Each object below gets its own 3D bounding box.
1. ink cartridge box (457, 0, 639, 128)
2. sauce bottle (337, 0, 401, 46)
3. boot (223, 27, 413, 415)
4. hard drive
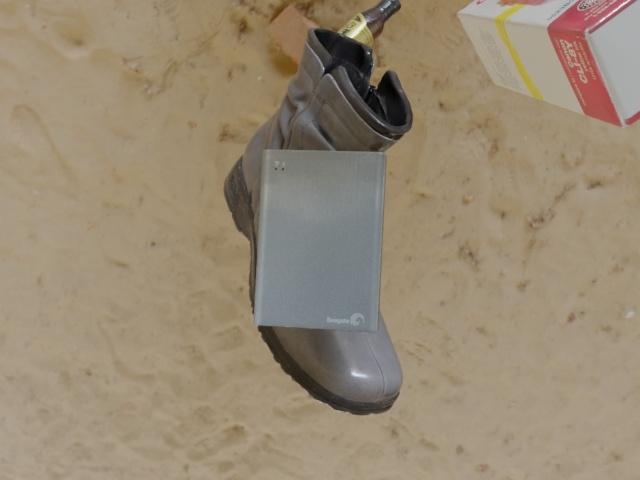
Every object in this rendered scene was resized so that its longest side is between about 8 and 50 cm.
[{"bbox_3d":[0.422,-0.345,1.120,0.279,0.384,0.160,-37,115,0],"label":"ink cartridge box"},{"bbox_3d":[0.049,-0.259,0.931,0.042,0.128,0.042,40,165,13],"label":"sauce bottle"},{"bbox_3d":[0.016,-0.030,0.690,0.118,0.338,0.222,-1,140,-38],"label":"boot"},{"bbox_3d":[0.000,0.000,0.565,0.094,0.022,0.135,2,88,9],"label":"hard drive"}]
